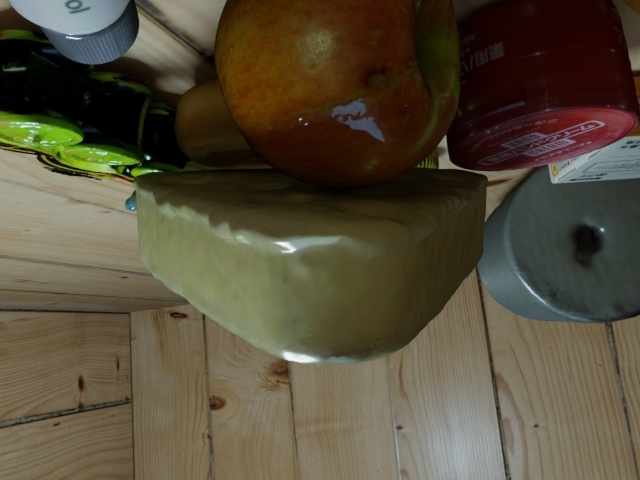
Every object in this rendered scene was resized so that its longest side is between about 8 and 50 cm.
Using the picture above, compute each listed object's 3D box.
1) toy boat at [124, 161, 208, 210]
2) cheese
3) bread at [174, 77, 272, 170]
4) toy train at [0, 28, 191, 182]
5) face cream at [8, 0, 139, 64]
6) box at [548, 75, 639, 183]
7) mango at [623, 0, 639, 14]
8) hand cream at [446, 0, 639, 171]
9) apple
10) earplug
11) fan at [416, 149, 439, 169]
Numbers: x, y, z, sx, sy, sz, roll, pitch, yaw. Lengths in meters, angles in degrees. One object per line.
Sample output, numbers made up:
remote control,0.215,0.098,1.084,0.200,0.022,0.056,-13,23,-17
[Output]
toy boat,-0.203,-0.076,0.936,0.111,0.084,0.276,-13,170,25
cheese,0.001,0.000,0.507,0.383,0.104,0.384,0,-167,0
bread,-0.052,-0.136,0.630,0.217,0.098,0.147,-3,175,-3
toy train,-0.260,-0.125,0.602,0.160,0.101,0.296,-1,172,18
face cream,-0.161,-0.191,0.323,0.092,0.092,0.311,-4,170,-9
box,0.497,-0.159,0.803,0.273,0.091,0.221,-5,170,1
mango,0.252,-0.215,0.331,0.138,0.113,0.253,-9,167,14
hand cream,0.220,-0.157,0.588,0.193,0.125,0.193,-5,168,-1
apple,0.012,-0.137,0.433,0.195,0.196,0.196,-5,169,-1
earplug,0.500,0.024,1.188,0.312,0.313,0.394,-6,170,3
fan,0.123,-0.122,0.951,0.155,0.039,0.082,-6,170,6
